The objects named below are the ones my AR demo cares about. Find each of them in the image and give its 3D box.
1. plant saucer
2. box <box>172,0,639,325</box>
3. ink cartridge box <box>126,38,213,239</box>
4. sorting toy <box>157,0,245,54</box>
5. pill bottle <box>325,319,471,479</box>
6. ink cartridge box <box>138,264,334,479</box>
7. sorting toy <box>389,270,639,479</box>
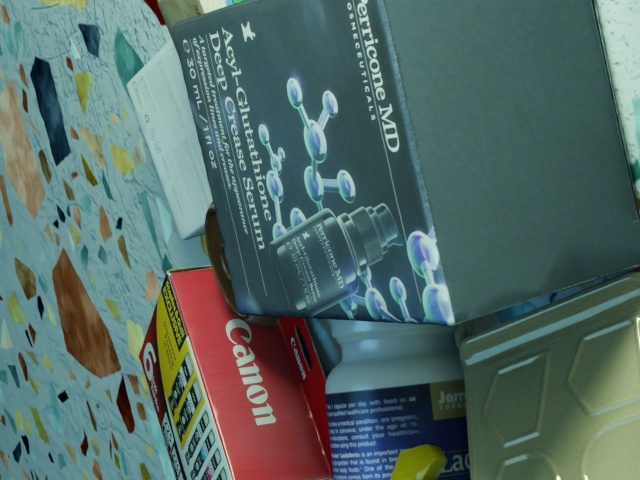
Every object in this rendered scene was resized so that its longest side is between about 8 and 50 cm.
[{"bbox_3d":[-0.093,0.022,1.850,0.168,0.029,0.168,50,149,46],"label":"plant saucer"},{"bbox_3d":[0.065,-0.093,1.464,0.395,0.212,0.294,-3,102,61],"label":"box"},{"bbox_3d":[-0.151,-0.134,2.022,0.224,0.045,0.223,-31,78,61],"label":"ink cartridge box"},{"bbox_3d":[-0.068,-0.157,1.753,0.255,0.089,0.257,69,169,-10],"label":"sorting toy"},{"bbox_3d":[0.084,0.187,1.583,0.153,0.153,0.265,-15,81,63],"label":"pill bottle"},{"bbox_3d":[-0.099,0.189,1.965,0.272,0.130,0.309,114,143,-51],"label":"ink cartridge box"},{"bbox_3d":[0.179,0.180,1.413,0.307,0.041,0.229,-26,57,38],"label":"sorting toy"}]
